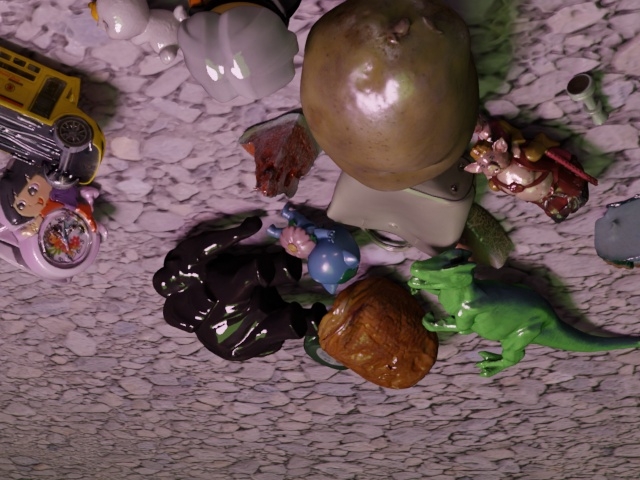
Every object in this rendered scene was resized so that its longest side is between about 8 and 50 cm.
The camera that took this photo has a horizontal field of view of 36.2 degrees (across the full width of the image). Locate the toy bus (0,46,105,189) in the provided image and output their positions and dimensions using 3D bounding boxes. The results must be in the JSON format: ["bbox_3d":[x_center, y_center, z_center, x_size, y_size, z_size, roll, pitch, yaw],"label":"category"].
[{"bbox_3d":[-0.498,-0.217,1.579,0.330,0.152,0.144,23,147,-11],"label":"toy bus"}]

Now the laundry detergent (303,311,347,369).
[{"bbox_3d":[0.049,0.193,2.040,0.137,0.063,0.211,26,142,-8],"label":"laundry detergent"}]

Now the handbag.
[{"bbox_3d":[0.131,-0.044,1.662,0.241,0.109,0.315,22,147,3],"label":"handbag"}]

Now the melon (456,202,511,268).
[{"bbox_3d":[0.260,-0.023,1.722,0.098,0.054,0.182,4,145,35],"label":"melon"}]

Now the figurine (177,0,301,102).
[{"bbox_3d":[-0.106,-0.292,1.298,0.176,0.236,0.133,-6,141,21],"label":"figurine"}]

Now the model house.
[{"bbox_3d":[0.554,0.008,1.623,0.148,0.119,0.148,-25,138,39],"label":"model house"}]

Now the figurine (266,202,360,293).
[{"bbox_3d":[-0.001,0.002,1.778,0.178,0.144,0.114,35,111,6],"label":"figurine"}]

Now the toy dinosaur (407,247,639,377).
[{"bbox_3d":[0.403,0.105,1.787,0.499,0.144,0.374,-5,147,0],"label":"toy dinosaur"}]

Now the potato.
[{"bbox_3d":[0.095,-0.212,1.362,0.243,0.221,0.326,10,155,21],"label":"potato"}]

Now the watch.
[{"bbox_3d":[-0.537,-0.038,1.841,0.244,0.196,0.231,37,158,-29],"label":"watch"}]

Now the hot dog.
[{"bbox_3d":[0.106,0.178,1.900,0.272,0.122,0.196,34,100,-34],"label":"hot dog"}]

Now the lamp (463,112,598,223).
[{"bbox_3d":[0.301,-0.123,1.514,0.253,0.118,0.118,29,140,-23],"label":"lamp"}]

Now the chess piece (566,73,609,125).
[{"bbox_3d":[0.399,-0.202,1.442,0.042,0.042,0.093,-16,140,32],"label":"chess piece"}]

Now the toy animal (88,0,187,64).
[{"bbox_3d":[-0.278,-0.349,1.416,0.181,0.131,0.127,33,107,-36],"label":"toy animal"}]

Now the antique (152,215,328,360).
[{"bbox_3d":[-0.160,0.112,1.885,0.255,0.185,0.322,-10,126,25],"label":"antique"}]

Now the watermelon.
[{"bbox_3d":[-0.050,-0.134,1.590,0.121,0.158,0.098,-37,126,13],"label":"watermelon"}]
